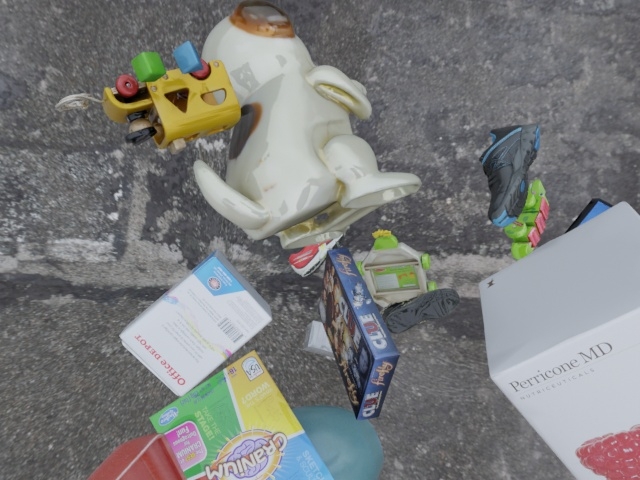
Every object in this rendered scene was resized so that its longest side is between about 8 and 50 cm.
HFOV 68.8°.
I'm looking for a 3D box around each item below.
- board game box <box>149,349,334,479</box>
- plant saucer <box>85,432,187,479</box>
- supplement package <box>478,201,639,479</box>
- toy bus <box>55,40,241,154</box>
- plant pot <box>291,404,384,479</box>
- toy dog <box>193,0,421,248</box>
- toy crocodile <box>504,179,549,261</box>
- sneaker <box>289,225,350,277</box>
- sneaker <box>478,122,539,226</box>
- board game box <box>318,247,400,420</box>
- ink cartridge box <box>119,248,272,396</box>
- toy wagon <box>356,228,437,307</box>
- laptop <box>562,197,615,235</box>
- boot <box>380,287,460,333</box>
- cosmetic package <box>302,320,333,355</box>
[{"bbox_3d":[-0.153,0.421,0.937,0.242,0.064,0.317,-31,79,-20],"label":"board game box"},{"bbox_3d":[-0.258,0.364,0.521,0.047,0.259,0.258,24,48,22],"label":"plant saucer"},{"bbox_3d":[0.317,0.145,0.460,0.177,0.175,0.293,-37,100,26],"label":"supplement package"},{"bbox_3d":[-0.214,-0.177,0.658,0.202,0.191,0.105,-19,97,19],"label":"toy bus"},{"bbox_3d":[0.038,0.527,1.145,0.195,0.290,0.290,-16,88,-23],"label":"plant pot"},{"bbox_3d":[-0.083,-0.205,0.847,0.395,0.284,0.408,-12,76,-34],"label":"toy dog"},{"bbox_3d":[0.702,-0.061,1.558,0.115,0.105,0.341,51,56,-32],"label":"toy crocodile"},{"bbox_3d":[0.000,0.000,1.652,0.118,0.107,0.279,42,73,12],"label":"sneaker"},{"bbox_3d":[0.516,-0.184,1.322,0.341,0.139,0.125,-64,144,-25],"label":"sneaker"},{"bbox_3d":[0.054,0.152,0.801,0.042,0.243,0.165,-5,129,-16],"label":"board game box"},{"bbox_3d":[-0.124,0.083,0.479,0.122,0.052,0.088,-40,103,-2],"label":"ink cartridge box"},{"bbox_3d":[0.267,0.103,1.699,0.267,0.068,0.345,-8,115,22],"label":"toy wagon"},{"bbox_3d":[0.504,0.068,0.785,0.136,0.264,0.234,34,101,-2],"label":"laptop"},{"bbox_3d":[0.294,0.207,1.446,0.236,0.178,0.085,-23,89,-5],"label":"boot"},{"bbox_3d":[0.066,0.369,1.676,0.237,0.127,0.107,14,69,-9],"label":"cosmetic package"}]
